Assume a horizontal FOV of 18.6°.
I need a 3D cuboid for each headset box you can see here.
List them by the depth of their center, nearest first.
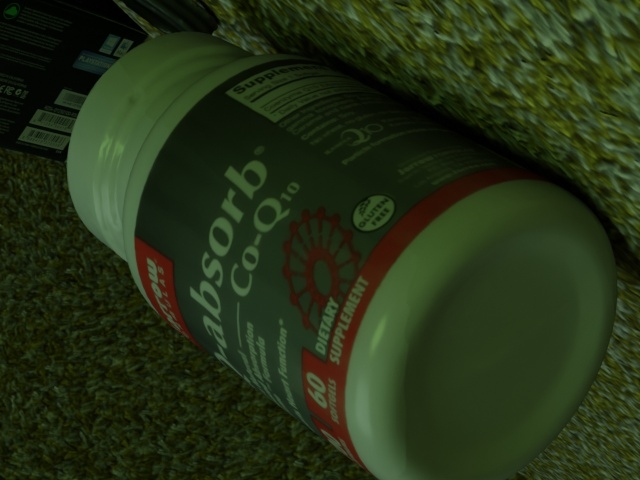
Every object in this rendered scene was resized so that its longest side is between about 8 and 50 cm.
[{"bbox_3d":[-0.316,-0.207,1.485,0.283,0.131,0.246,45,-162,32],"label":"headset box"}]

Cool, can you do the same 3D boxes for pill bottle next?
[{"bbox_3d":[0.000,0.000,1.285,0.363,0.210,0.210,32,170,44],"label":"pill bottle"}]

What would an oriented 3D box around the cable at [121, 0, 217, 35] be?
[{"bbox_3d":[-0.187,-0.243,1.433,0.287,0.072,0.139,28,168,-13],"label":"cable"}]
